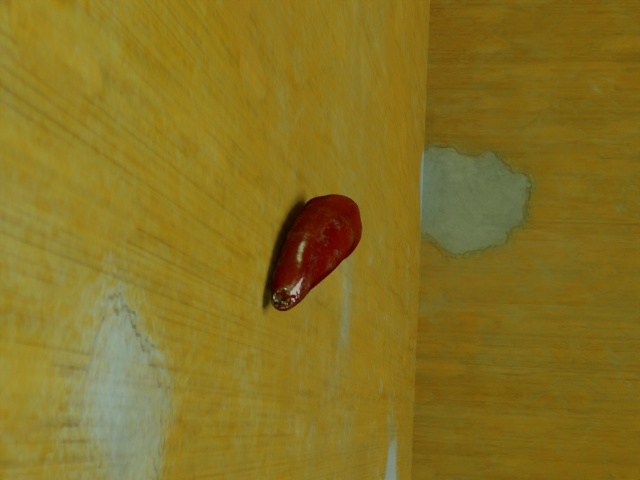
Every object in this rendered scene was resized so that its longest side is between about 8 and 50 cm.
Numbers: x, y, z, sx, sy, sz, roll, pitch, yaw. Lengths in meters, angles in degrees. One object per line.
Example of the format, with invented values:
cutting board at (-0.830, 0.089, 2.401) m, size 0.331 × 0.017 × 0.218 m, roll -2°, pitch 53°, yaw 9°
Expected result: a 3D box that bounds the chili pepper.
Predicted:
chili pepper at (0.000, 0.000, 1.060) m, size 0.272 × 0.063 × 0.071 m, roll -54°, pitch 132°, yaw -69°
